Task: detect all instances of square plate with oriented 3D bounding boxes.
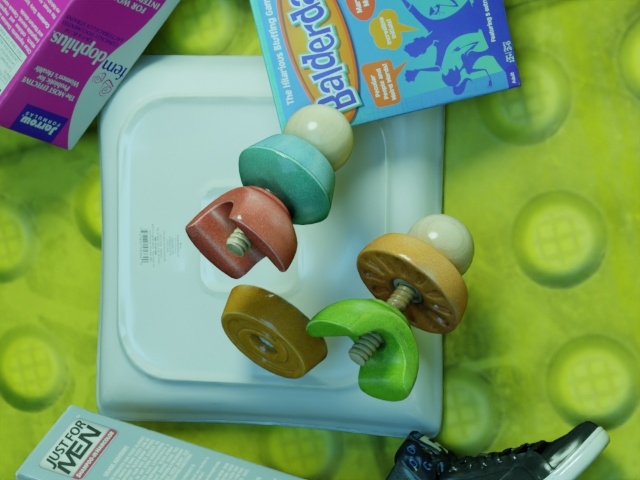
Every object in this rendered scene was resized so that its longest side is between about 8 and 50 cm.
[{"bbox_3d":[-0.057,0.002,1.638,0.344,0.049,0.347,1,93,19],"label":"square plate"}]

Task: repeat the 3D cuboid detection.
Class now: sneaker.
[{"bbox_3d":[0.135,0.198,1.561,0.217,0.079,0.121,-42,81,18],"label":"sneaker"}]

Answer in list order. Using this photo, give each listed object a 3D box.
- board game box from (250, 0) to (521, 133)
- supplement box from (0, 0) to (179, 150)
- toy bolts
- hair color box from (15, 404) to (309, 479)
[{"bbox_3d":[0.051,-0.185,1.535,0.210,0.047,0.160,-14,99,1],"label":"board game box"},{"bbox_3d":[-0.229,-0.208,1.640,0.220,0.111,0.114,-51,54,16],"label":"supplement box"},{"bbox_3d":[0.000,0.000,1.521,0.218,0.158,0.228,-2,135,52],"label":"toy bolts"},{"bbox_3d":[-0.076,0.295,1.565,0.374,0.113,0.185,16,124,14],"label":"hair color box"}]
